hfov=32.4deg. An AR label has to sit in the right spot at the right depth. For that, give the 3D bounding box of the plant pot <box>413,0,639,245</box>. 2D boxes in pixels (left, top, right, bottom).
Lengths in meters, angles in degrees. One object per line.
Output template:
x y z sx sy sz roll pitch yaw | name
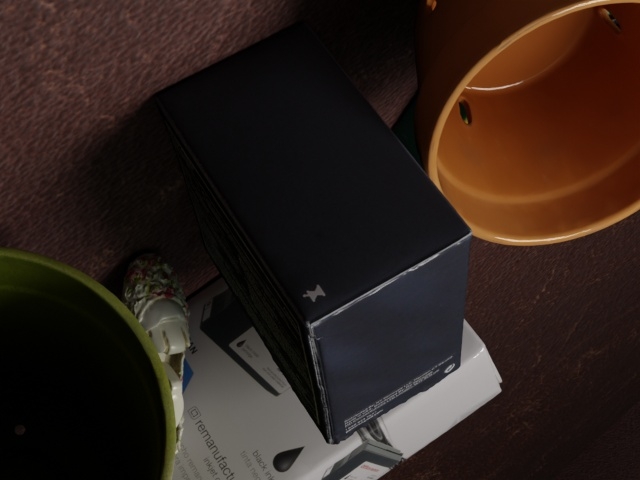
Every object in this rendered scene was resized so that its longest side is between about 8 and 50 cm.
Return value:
0.214 -0.168 1.068 0.290 0.203 0.291 -9 137 -9 | plant pot

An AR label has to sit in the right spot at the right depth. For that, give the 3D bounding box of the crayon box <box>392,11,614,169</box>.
0.250 -0.219 1.285 0.203 0.083 0.323 -6 141 -44 | crayon box

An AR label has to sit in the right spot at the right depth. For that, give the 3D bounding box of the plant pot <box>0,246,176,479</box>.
-0.329 0.240 1.112 0.366 0.366 0.353 -27 163 -17 | plant pot

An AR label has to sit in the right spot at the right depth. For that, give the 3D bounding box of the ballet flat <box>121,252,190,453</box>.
-0.177 0.136 1.229 0.091 0.077 0.241 -7 104 -37 | ballet flat

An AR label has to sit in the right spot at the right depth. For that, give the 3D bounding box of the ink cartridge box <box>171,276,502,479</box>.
-0.020 0.164 1.357 0.395 0.285 0.166 -35 151 -2 | ink cartridge box

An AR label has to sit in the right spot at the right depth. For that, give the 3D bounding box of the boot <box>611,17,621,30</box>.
0.356 -0.221 1.224 0.106 0.082 0.219 -13 146 -42 | boot

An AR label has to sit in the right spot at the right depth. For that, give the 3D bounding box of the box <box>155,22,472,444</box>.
0.000 0.000 1.111 0.182 0.296 0.294 -30 152 -11 | box
